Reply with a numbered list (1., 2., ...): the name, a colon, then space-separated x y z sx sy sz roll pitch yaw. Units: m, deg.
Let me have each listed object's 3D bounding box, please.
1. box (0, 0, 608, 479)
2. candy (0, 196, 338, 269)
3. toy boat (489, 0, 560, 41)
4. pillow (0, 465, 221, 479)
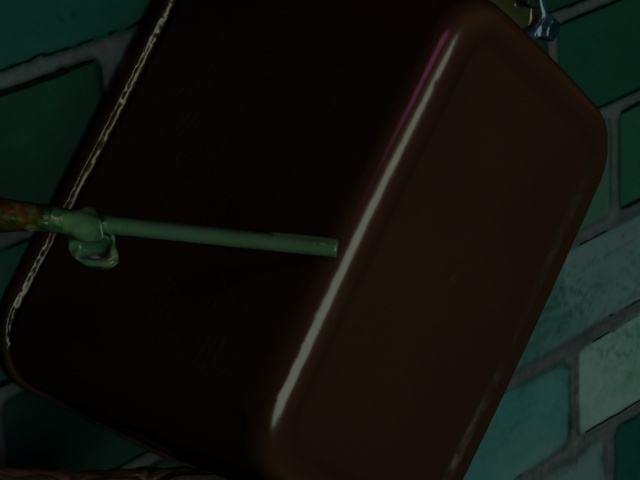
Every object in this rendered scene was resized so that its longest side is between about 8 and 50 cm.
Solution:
1. box: 0.000 0.000 1.296 0.239 0.229 0.339 36 77 -50
2. candy: -0.133 -0.013 1.143 0.078 0.287 0.084 93 1 -57
3. toy boat: 0.114 -0.199 1.451 0.215 0.102 0.088 33 80 -48
4. pillow: -0.193 0.220 1.238 0.236 0.084 0.223 6 125 -41
